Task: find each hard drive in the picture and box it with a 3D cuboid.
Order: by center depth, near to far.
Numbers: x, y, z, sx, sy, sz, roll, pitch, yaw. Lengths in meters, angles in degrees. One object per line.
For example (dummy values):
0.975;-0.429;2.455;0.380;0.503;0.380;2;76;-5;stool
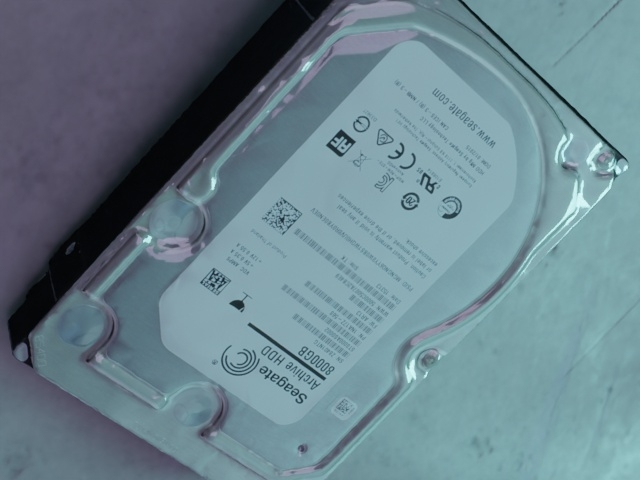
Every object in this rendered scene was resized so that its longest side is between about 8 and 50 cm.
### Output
0.000;0.000;0.888;0.339;0.064;0.237;-46;119;10;hard drive
